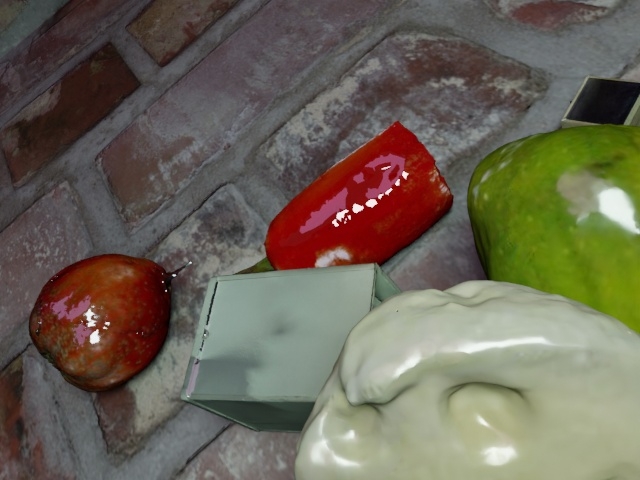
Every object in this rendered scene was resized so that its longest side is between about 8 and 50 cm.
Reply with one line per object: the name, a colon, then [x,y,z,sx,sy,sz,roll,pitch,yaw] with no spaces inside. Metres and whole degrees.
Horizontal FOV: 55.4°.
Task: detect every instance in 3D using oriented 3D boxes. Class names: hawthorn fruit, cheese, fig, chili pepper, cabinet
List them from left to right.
hawthorn fruit: [-0.281,0.100,0.861,0.235,0.181,0.181,-34,43,-20]
cabinet: [-0.012,0.126,0.673,0.206,0.150,0.145,-6,58,28]
chili pepper: [0.000,0.000,0.774,0.338,0.134,0.131,-33,59,4]
cheese: [0.128,0.189,0.445,0.326,0.318,0.115,-56,4,12]
fig: [0.269,0.040,0.563,0.233,0.314,0.233,-23,11,5]

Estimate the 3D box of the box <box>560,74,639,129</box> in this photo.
box: [0.347,-0.159,0.745,0.083,0.035,0.079,20,69,39]
